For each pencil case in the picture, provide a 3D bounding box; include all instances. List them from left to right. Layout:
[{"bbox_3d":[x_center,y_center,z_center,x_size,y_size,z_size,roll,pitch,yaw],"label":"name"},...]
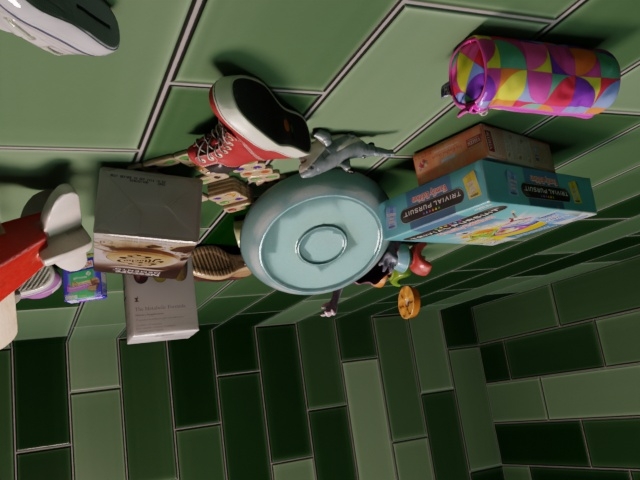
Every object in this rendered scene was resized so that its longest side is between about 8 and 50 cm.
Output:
[{"bbox_3d":[0.281,-0.211,0.888,0.237,0.104,0.104,-4,166,-21],"label":"pencil case"}]

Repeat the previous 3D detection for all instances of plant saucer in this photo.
[{"bbox_3d":[0.000,0.000,1.330,0.318,0.043,0.317,-9,131,-10],"label":"plant saucer"}]

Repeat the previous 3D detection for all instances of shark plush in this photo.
[{"bbox_3d":[0.040,-0.137,1.109,0.161,0.067,0.073,-1,165,-26],"label":"shark plush"}]

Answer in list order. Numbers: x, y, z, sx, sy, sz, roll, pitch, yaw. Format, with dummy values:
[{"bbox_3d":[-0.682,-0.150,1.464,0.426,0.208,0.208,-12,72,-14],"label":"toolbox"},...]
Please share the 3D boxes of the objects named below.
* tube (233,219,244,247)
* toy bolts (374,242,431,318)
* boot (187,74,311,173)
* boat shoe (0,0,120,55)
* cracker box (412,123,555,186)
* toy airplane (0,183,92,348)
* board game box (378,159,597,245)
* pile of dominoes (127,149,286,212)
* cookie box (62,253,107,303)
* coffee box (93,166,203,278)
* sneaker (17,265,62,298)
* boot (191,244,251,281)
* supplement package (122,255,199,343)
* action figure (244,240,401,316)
[{"bbox_3d":[-0.071,-0.038,1.491,0.240,0.070,0.062,-12,129,-3],"label":"tube"},{"bbox_3d":[0.215,0.108,1.995,0.159,0.218,0.228,3,145,-20],"label":"toy bolts"},{"bbox_3d":[-0.135,-0.148,0.936,0.176,0.088,0.244,-11,170,18],"label":"boot"},{"bbox_3d":[-0.265,-0.212,0.590,0.076,0.083,0.226,-12,167,12],"label":"boat shoe"},{"bbox_3d":[0.307,-0.143,1.249,0.232,0.067,0.156,3,162,-43],"label":"cracker box"},{"bbox_3d":[-0.558,0.021,1.038,0.273,0.386,0.384,29,-176,15],"label":"toy airplane"},{"bbox_3d":[0.323,-0.060,1.288,0.336,0.079,0.254,2,164,-38],"label":"board game box"},{"bbox_3d":[-0.187,-0.102,1.183,0.196,0.040,0.251,-12,166,18],"label":"pile of dominoes"},{"bbox_3d":[-0.565,0.090,1.601,0.092,0.107,0.040,-9,165,-1],"label":"cookie box"},{"bbox_3d":[-0.320,-0.020,1.211,0.168,0.118,0.297,6,164,-17],"label":"coffee box"},{"bbox_3d":[-0.775,0.119,1.621,0.282,0.102,0.161,-6,169,-10],"label":"sneaker"},{"bbox_3d":[-0.296,0.082,1.760,0.249,0.090,0.207,0,163,-43],"label":"boot"},{"bbox_3d":[-0.348,0.086,1.423,0.139,0.243,0.134,-4,166,-22],"label":"supplement package"},{"bbox_3d":[0.004,0.016,1.614,0.248,0.275,0.370,37,165,-22],"label":"action figure"}]
